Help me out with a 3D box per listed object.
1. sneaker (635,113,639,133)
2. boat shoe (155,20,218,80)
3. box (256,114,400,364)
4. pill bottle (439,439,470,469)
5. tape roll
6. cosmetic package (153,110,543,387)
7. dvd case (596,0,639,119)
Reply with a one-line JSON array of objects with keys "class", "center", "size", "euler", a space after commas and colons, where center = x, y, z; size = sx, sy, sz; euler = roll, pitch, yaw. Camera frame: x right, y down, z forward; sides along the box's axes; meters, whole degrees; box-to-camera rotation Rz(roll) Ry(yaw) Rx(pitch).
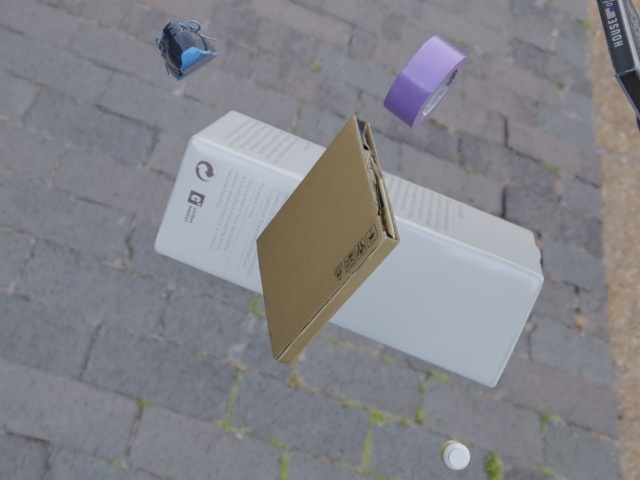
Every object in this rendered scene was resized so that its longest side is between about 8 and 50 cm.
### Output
[{"class": "sneaker", "center": [0.554, -0.138, 1.623], "size": [0.083, 0.098, 0.223], "euler": [-18, 72, 5]}, {"class": "boat shoe", "center": [-0.234, -0.346, 1.811], "size": [0.109, 0.258, 0.089], "euler": [-36, 98, -9]}, {"class": "box", "center": [0.000, 0.000, 1.009], "size": [0.021, 0.201, 0.164], "euler": [16, 43, -28]}, {"class": "pill bottle", "center": [0.220, 0.351, 1.678], "size": [0.044, 0.083, 0.043], "euler": [0, 84, 1]}, {"class": "tape roll", "center": [0.221, -0.333, 2.161], "size": [0.080, 0.189, 0.189], "euler": [38, 45, 7]}, {"class": "cosmetic package", "center": [0.043, 0.000, 1.329], "size": [0.454, 0.161, 0.230], "euler": [22, 17, 2]}, {"class": "dvd case", "center": [0.375, -0.200, 1.200], "size": [0.239, 0.030, 0.179], "euler": [39, 39, -48]}]
